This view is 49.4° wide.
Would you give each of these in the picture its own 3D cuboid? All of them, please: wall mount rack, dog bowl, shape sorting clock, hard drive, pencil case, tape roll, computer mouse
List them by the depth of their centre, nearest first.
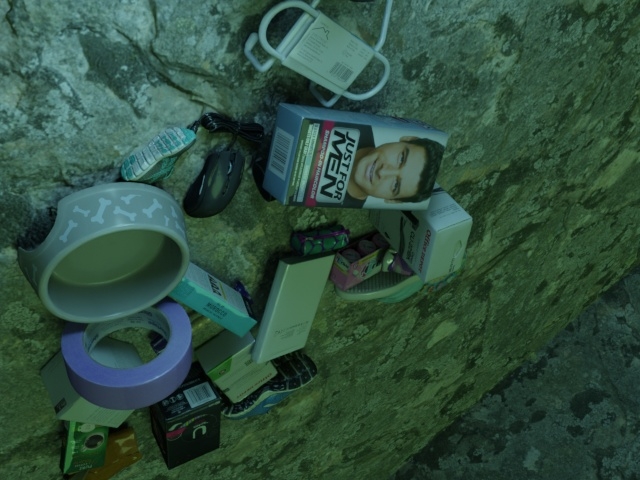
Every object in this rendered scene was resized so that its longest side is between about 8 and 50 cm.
[{"bbox_3d":[0.023,-0.426,1.345,0.350,0.130,0.304,17,121,-49],"label":"wall mount rack"},{"bbox_3d":[-0.430,0.040,1.432,0.349,0.102,0.349,-21,146,-15],"label":"dog bowl"},{"bbox_3d":[-0.232,-0.146,1.473,0.184,0.060,0.262,12,120,-48],"label":"computer mouse"},{"bbox_3d":[-0.422,0.234,1.535,0.275,0.275,0.090,-18,138,-26],"label":"tape roll"},{"bbox_3d":[0.000,0.000,1.826,0.152,0.064,0.070,-13,162,-32],"label":"pencil case"},{"bbox_3d":[-0.074,0.177,1.894,0.203,0.040,0.307,-11,126,-50],"label":"hard drive"},{"bbox_3d":[0.399,0.104,2.303,0.206,0.040,0.206,-23,141,-20],"label":"shape sorting clock"}]

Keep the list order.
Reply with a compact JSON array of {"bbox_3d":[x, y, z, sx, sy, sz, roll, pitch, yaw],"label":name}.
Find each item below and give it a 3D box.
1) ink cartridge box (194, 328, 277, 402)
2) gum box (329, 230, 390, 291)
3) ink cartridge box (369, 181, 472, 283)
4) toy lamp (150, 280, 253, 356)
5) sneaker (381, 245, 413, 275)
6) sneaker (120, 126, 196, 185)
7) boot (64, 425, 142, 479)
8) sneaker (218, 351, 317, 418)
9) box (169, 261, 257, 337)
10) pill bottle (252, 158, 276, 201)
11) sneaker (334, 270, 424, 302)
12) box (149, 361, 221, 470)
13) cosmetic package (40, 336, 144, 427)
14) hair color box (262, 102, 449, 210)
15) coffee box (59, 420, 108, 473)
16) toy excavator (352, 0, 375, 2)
[{"bbox_3d":[-0.235,0.347,1.972,0.160,0.092,0.219,-34,144,-9],"label":"ink cartridge box"},{"bbox_3d":[0.119,0.055,1.963,0.188,0.062,0.107,-26,144,-39],"label":"gum box"},{"bbox_3d":[0.253,-0.055,1.807,0.114,0.273,0.197,-21,140,-23],"label":"ink cartridge box"},{"bbox_3d":[-0.305,0.205,1.778,0.275,0.080,0.080,-32,144,-12],"label":"toy lamp"},{"bbox_3d":[0.265,0.014,1.978,0.236,0.104,0.095,-55,160,-32],"label":"sneaker"},{"bbox_3d":[-0.314,-0.163,1.390,0.166,0.065,0.076,-31,149,5],"label":"sneaker"},{"bbox_3d":[-0.613,0.661,1.978,0.211,0.104,0.295,-13,133,-30],"label":"boot"},{"bbox_3d":[-0.165,0.453,2.148,0.330,0.130,0.147,-22,155,-17],"label":"sneaker"},{"bbox_3d":[-0.265,0.132,1.653,0.060,0.100,0.244,-45,125,11],"label":"box"},{"bbox_3d":[-0.036,-0.168,1.565,0.219,0.123,0.123,-23,141,-20],"label":"pill bottle"},{"bbox_3d":[0.190,0.144,2.087,0.366,0.135,0.150,-10,132,-32],"label":"sneaker"},{"bbox_3d":[-0.383,0.497,1.966,0.165,0.143,0.270,-18,140,-25],"label":"box"},{"bbox_3d":[-0.528,0.332,1.655,0.151,0.151,0.184,-45,144,8],"label":"cosmetic package"},{"bbox_3d":[0.079,-0.171,1.483,0.374,0.113,0.185,0,114,-33],"label":"hair color box"},{"bbox_3d":[-0.613,0.510,1.812,0.113,0.040,0.184,-1,106,-40],"label":"coffee box"},{"bbox_3d":[0.102,-0.607,1.154,0.433,0.445,0.222,7,140,9],"label":"toy excavator"}]
